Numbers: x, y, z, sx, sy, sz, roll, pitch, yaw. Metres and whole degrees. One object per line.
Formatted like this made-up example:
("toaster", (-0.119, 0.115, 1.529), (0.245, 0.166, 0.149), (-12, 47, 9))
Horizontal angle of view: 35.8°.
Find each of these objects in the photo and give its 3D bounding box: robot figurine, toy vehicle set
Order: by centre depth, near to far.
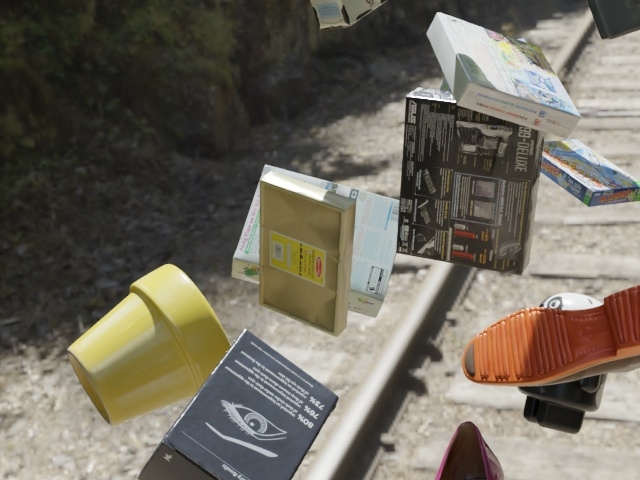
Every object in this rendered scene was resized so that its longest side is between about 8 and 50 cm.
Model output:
("toy vehicle set", (-0.027, 0.026, 1.681), (0.166, 0.266, 0.035), (21, 39, 24))
("robot figurine", (0.496, 0.244, 2.011), (0.209, 0.278, 0.174), (13, -3, 37))

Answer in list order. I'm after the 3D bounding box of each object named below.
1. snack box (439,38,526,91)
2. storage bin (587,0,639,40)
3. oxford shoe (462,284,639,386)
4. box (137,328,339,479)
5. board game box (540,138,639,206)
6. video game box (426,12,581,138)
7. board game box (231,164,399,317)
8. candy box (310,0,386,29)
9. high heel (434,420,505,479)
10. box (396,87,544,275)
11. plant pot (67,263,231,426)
("snack box", (0.359, -0.344, 2.202), (0.175, 0.207, 0.070), (-11, 59, -20))
("storage bin", (0.496, -0.396, 1.635), (0.091, 0.135, 0.098), (-24, 9, 4))
("oxford shoe", (0.400, 0.175, 1.542), (0.364, 0.133, 0.130), (-15, 54, 28))
("box", (-0.097, 0.238, 1.205), (0.153, 0.108, 0.207), (37, 44, 1))
("board game box", (0.495, -0.130, 1.876), (0.136, 0.035, 0.201), (-7, 34, -30))
("video game box", (0.264, -0.244, 1.451), (0.187, 0.048, 0.205), (12, 37, -18))
("board game box", (0.000, 0.000, 1.977), (0.303, 0.097, 0.224), (16, 64, 2))
("candy box", (0.032, -0.489, 1.644), (0.071, 0.233, 0.159), (4, 34, 43))
("high heel", (0.154, 0.352, 1.198), (0.127, 0.181, 0.377), (-11, 2, 15))
("box", (0.268, -0.107, 1.786), (0.242, 0.307, 0.076), (10, 23, 21))
("plant pot", (-0.317, 0.208, 1.808), (0.239, 0.254, 0.254), (-31, 29, -21))
